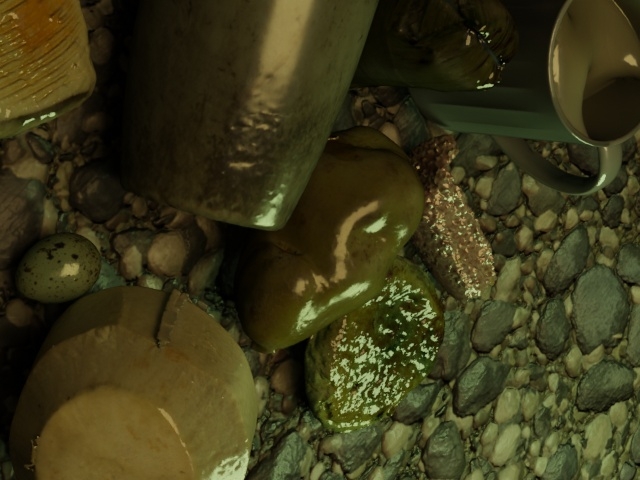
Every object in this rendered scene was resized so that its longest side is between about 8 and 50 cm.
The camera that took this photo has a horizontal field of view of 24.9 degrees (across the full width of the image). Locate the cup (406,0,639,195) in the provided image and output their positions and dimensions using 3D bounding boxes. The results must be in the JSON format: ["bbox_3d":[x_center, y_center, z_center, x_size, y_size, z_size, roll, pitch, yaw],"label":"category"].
[{"bbox_3d":[0.298,-0.223,2.052,0.237,0.327,0.323,-28,113,-31],"label":"cup"}]

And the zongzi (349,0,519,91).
[{"bbox_3d":[0.162,-0.361,1.935,0.160,0.323,0.360,45,66,-42],"label":"zongzi"}]

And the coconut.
[{"bbox_3d":[-0.223,0.215,1.767,0.323,0.323,0.323,-8,103,-36],"label":"coconut"}]

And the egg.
[{"bbox_3d":[-0.323,0.036,1.784,0.110,0.085,0.085,-32,116,-21],"label":"egg"}]

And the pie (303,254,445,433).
[{"bbox_3d":[0.079,0.151,2.094,0.277,0.078,0.277,-20,118,-43],"label":"pie"}]

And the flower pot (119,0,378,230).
[{"bbox_3d":[-0.108,-0.196,1.795,0.293,0.293,0.330,12,98,-38],"label":"flower pot"}]

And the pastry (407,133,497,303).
[{"bbox_3d":[0.180,-0.019,2.141,0.112,0.103,0.265,-35,116,-32],"label":"pastry"}]

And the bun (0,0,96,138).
[{"bbox_3d":[-0.381,-0.213,1.657,0.244,0.153,0.244,12,71,-37],"label":"bun"}]

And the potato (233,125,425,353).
[{"bbox_3d":[-0.001,-0.002,1.934,0.202,0.218,0.351,47,69,-34],"label":"potato"}]
